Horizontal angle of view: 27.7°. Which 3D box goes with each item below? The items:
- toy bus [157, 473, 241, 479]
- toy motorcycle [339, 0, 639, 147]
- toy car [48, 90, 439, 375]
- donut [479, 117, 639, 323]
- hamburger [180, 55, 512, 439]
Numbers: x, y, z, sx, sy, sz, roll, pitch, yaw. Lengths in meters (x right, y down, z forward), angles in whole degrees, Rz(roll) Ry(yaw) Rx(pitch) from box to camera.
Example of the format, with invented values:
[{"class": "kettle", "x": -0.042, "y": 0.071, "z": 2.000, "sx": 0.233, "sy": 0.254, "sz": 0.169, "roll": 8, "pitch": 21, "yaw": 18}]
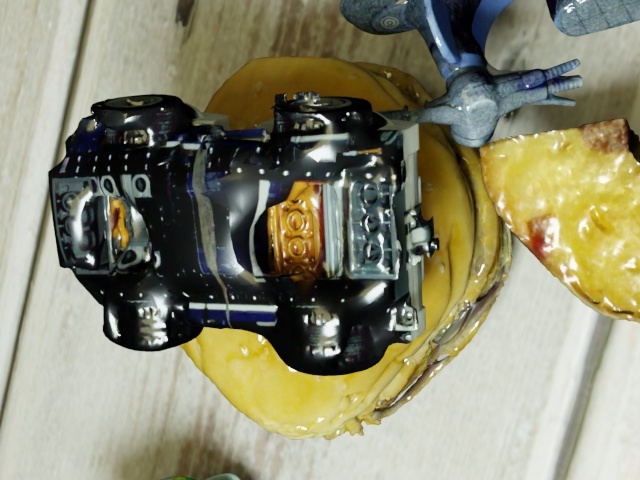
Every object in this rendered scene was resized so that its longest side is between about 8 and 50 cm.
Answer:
[{"class": "toy bus", "x": -0.102, "y": 0.338, "z": 1.126, "sx": 0.134, "sy": 0.165, "sz": 0.276, "roll": -28, "pitch": 77, "yaw": 42}, {"class": "toy motorcycle", "x": 0.173, "y": -0.184, "z": 0.926, "sx": 0.359, "sy": 0.125, "sz": 0.212, "roll": -14, "pitch": 57, "yaw": 26}, {"class": "toy car", "x": -0.063, "y": -0.017, "z": 0.930, "sx": 0.301, "sy": 0.118, "sz": 0.193, "roll": 5, "pitch": 108, "yaw": 30}, {"class": "donut", "x": 0.277, "y": -0.020, "z": 0.925, "sx": 0.295, "sy": 0.112, "sz": 0.151, "roll": -8, "pitch": 91, "yaw": 31}, {"class": "hamburger", "x": 0.000, "y": 0.000, "z": 1.057, "sx": 0.319, "sy": 0.158, "sz": 0.318, "roll": 2, "pitch": 94, "yaw": 27}]
